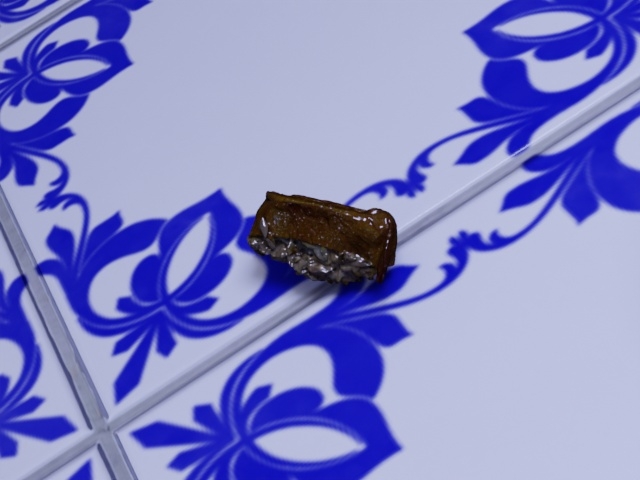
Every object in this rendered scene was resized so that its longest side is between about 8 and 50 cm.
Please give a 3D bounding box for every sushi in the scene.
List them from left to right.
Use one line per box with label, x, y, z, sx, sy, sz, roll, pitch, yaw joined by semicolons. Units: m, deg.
sushi;0.000;0.000;0.901;0.120;0.055;0.052;12;10;30
